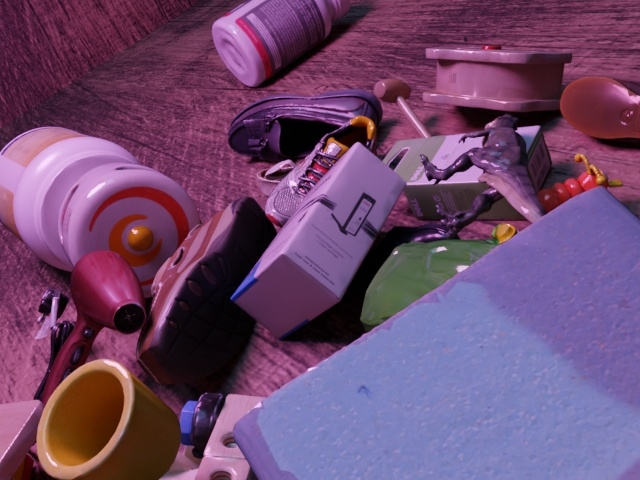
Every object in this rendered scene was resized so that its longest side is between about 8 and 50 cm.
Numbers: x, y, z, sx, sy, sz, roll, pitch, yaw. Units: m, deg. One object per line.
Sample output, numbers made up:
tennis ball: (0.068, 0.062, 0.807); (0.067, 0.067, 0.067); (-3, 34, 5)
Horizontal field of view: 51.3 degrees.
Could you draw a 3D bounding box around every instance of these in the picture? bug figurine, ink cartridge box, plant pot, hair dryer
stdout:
bug figurine: (0.240, 0.023, 0.644); (0.216, 0.072, 0.279); (-26, 32, 5)
ink cartridge box: (0.175, -0.084, 0.857); (0.209, 0.062, 0.109); (1, 43, 39)
ink cartridge box: (0.000, 0.000, 0.798); (0.148, 0.086, 0.203); (-41, 13, 50)
plant pot: (0.146, 0.177, 0.349); (0.247, 0.247, 0.252); (-32, 44, -6)
hair dryer: (-0.284, 0.122, 0.822); (0.293, 0.080, 0.224); (-36, 50, 43)

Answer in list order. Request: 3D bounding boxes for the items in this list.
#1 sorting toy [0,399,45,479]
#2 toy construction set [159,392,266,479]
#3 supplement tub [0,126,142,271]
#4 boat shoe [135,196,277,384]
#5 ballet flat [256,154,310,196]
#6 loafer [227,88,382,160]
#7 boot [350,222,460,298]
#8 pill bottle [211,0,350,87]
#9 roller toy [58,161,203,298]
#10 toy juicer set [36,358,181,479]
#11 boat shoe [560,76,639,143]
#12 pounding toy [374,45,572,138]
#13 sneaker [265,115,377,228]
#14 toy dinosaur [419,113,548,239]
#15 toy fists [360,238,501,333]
sorting toy: (-0.438, 0.316, 0.734); (0.257, 0.089, 0.256); (-13, 34, 25)
toy construction set: (-0.077, 0.240, 0.481); (0.151, 0.215, 0.328); (-2, 25, -8)
supplement tub: (-0.430, -0.073, 1.163); (0.228, 0.228, 0.316); (-42, 34, -21)
boat shoe: (-0.154, 0.065, 0.866); (0.119, 0.123, 0.324); (-19, 24, 25)
ballet flat: (-0.028, -0.108, 1.064); (0.168, 0.052, 0.057); (-14, 34, 23)
loafer: (-0.044, -0.190, 1.152); (0.302, 0.109, 0.095); (-6, 42, 28)
boot: (0.094, 0.025, 0.781); (0.099, 0.045, 0.121); (-44, 27, -28)
pill bottle: (-0.086, -0.523, 1.596); (0.318, 0.176, 0.176); (-39, 33, -17)
roller toy: (-0.282, -0.014, 0.982); (0.209, 0.191, 0.146); (-35, 26, -17)
toy juicer set: (-0.097, 0.217, 0.291); (0.209, 0.089, 0.329); (-47, 49, -6)
boat shoe: (0.383, -0.148, 0.792); (0.073, 0.073, 0.207); (0, 22, -30)
pounding toy: (0.230, -0.212, 0.999); (0.269, 0.155, 0.154); (16, 23, 38)
sneaker: (0.001, -0.104, 0.969); (0.088, 0.093, 0.225); (36, 64, 14)
toy dinosaur: (0.176, -0.065, 0.710); (0.118, 0.064, 0.268); (-19, 34, 14)
toy fists: (0.079, 0.122, 0.563); (0.279, 0.096, 0.142); (-57, 25, -13)
